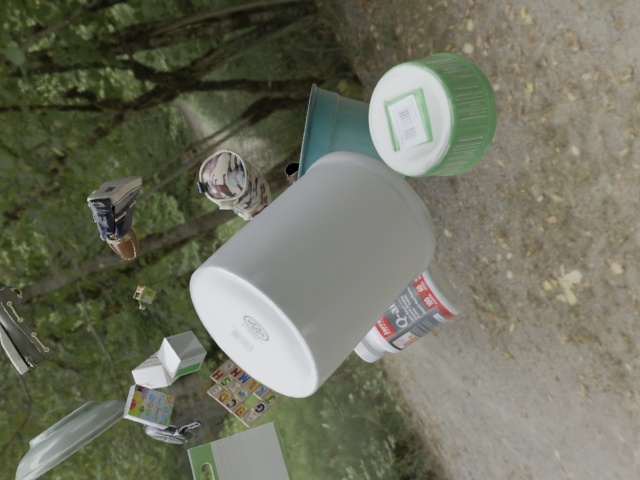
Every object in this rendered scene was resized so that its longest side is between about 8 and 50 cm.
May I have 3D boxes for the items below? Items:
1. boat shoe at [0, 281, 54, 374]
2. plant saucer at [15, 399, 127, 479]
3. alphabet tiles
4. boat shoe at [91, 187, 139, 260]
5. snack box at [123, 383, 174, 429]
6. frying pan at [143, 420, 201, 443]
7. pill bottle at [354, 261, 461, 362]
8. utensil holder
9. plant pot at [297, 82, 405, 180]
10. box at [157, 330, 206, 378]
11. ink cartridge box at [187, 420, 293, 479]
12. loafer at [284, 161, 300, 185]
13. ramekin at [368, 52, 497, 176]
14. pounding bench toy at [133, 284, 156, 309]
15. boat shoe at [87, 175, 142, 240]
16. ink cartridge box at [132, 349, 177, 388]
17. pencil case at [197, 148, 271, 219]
[{"bbox_3d":[-0.754,0.168,1.338,0.109,0.091,0.305,-15,102,58],"label":"boat shoe"},{"bbox_3d":[-0.789,0.606,1.748,0.101,0.400,0.400,56,170,-1],"label":"plant saucer"},{"bbox_3d":[-0.209,0.414,1.622,0.237,0.198,0.009,24,142,39],"label":"alphabet tiles"},{"bbox_3d":[-0.816,-0.046,2.181,0.120,0.122,0.324,-111,4,-54],"label":"boat shoe"},{"bbox_3d":[-0.533,0.518,1.732,0.141,0.037,0.100,32,-135,-31],"label":"snack box"},{"bbox_3d":[-0.528,0.730,2.101,0.197,0.326,0.053,48,-137,-46],"label":"frying pan"},{"bbox_3d":[0.270,0.246,1.865,0.210,0.363,0.210,43,-159,-21],"label":"pill bottle"},{"bbox_3d":[-0.009,0.058,1.082,0.327,0.385,0.328,26,140,25],"label":"utensil holder"},{"bbox_3d":[0.112,-0.307,1.798,0.341,0.333,0.341,-170,90,-88],"label":"plant pot"},{"bbox_3d":[-0.425,0.349,1.706,0.102,0.101,0.087,45,124,29],"label":"box"},{"bbox_3d":[-0.200,0.578,1.406,0.056,0.235,0.171,109,144,-60],"label":"ink cartridge box"},{"bbox_3d":[-0.075,-0.277,2.263,0.130,0.133,0.366,58,180,-20],"label":"loafer"},{"bbox_3d":[0.259,-0.298,1.359,0.303,0.148,0.304,22,120,45],"label":"ramekin"},{"bbox_3d":[-0.672,0.218,2.101,0.052,0.083,0.065,32,160,-36],"label":"pounding bench toy"},{"bbox_3d":[-0.699,-0.116,1.932,0.340,0.127,0.158,-81,-15,-69],"label":"boat shoe"},{"bbox_3d":[-0.598,0.483,2.135,0.203,0.148,0.086,-41,-65,-69],"label":"ink cartridge box"},{"bbox_3d":[-0.274,-0.169,1.852,0.410,0.159,0.184,42,-123,-82],"label":"pencil case"}]
